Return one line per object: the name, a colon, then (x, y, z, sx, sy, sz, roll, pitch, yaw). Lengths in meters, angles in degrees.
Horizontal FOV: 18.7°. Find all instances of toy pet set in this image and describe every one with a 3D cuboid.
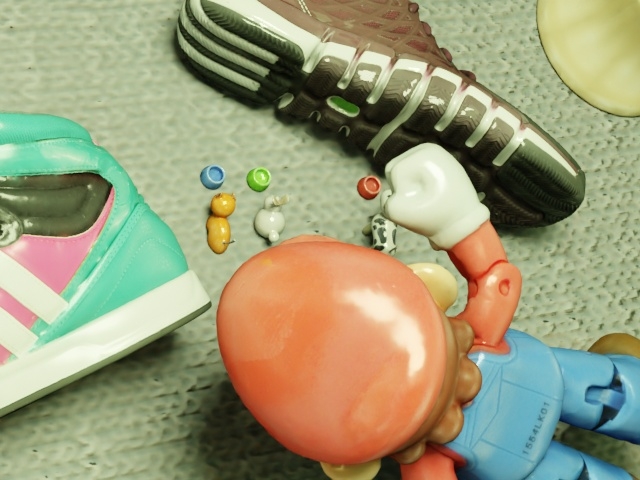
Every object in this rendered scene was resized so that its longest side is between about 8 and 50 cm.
toy pet set: (0.000, 0.000, 1.175, 0.122, 0.065, 0.114, 1, 71, -25)

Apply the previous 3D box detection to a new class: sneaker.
sneaker: (-0.210, 0.015, 1.033, 0.295, 0.124, 0.178, -26, 89, -38)
sneaker: (0.060, -0.133, 1.231, 0.281, 0.106, 0.162, 28, 58, -14)

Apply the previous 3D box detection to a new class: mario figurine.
mario figurine: (0.061, 0.072, 1.115, 0.320, 0.170, 0.198, 25, 53, -41)

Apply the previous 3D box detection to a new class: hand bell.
hand bell: (0.255, -0.181, 1.259, 0.126, 0.242, 0.126, 9, 69, -23)
